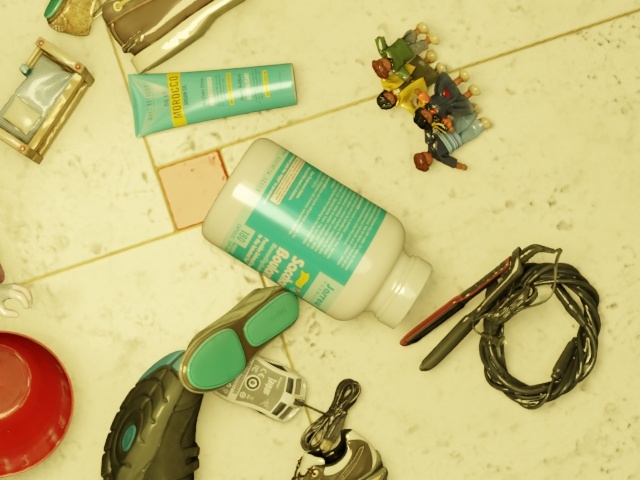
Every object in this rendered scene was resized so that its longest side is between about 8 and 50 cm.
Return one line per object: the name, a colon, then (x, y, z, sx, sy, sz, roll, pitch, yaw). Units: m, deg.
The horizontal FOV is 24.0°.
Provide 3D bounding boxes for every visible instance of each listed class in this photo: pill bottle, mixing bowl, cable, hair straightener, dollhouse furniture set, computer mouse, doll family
pill bottle: (0.000, 0.000, 1.815, 0.264, 0.146, 0.146, 31, 86, -1)
mixing bowl: (-0.390, 0.181, 1.798, 0.181, 0.098, 0.181, -4, 104, -15)
cable: (0.275, 0.119, 1.882, 0.150, 0.047, 0.184, 4, 83, -8)
hair straightener: (0.209, 0.089, 1.839, 0.230, 0.047, 0.089, -38, 71, 10)
dollhouse furniture set: (-0.389, -0.199, 1.809, 0.183, 0.129, 0.129, 33, 86, -1)
computer mouse: (-0.055, 0.184, 1.859, 0.193, 0.042, 0.106, 27, 91, -8)
doll family: (0.128, -0.171, 1.865, 0.111, 0.076, 0.193, -39, 85, -23)

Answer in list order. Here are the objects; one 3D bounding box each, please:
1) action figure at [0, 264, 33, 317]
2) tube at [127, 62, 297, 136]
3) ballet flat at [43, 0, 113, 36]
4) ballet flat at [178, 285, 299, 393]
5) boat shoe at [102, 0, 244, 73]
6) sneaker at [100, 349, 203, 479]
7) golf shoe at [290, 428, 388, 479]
action figure: (-0.479, 0.019, 1.673, 0.248, 0.370, 0.276, -31, 92, -3)
tube: (-0.133, -0.181, 1.869, 0.207, 0.052, 0.080, -8, 77, 2)
ballet flat: (-0.267, -0.343, 1.864, 0.067, 0.073, 0.206, 30, 89, -28)
ballet flat: (-0.108, 0.120, 1.800, 0.213, 0.068, 0.072, -35, 113, -42)
boat shoe: (-0.116, -0.333, 1.841, 0.324, 0.116, 0.097, -36, 93, 2)
sneaker: (-0.197, 0.300, 1.822, 0.139, 0.125, 0.341, 21, 90, -22)
golf shoe: (-0.016, 0.305, 1.831, 0.198, 0.077, 0.094, -36, 109, -14)
